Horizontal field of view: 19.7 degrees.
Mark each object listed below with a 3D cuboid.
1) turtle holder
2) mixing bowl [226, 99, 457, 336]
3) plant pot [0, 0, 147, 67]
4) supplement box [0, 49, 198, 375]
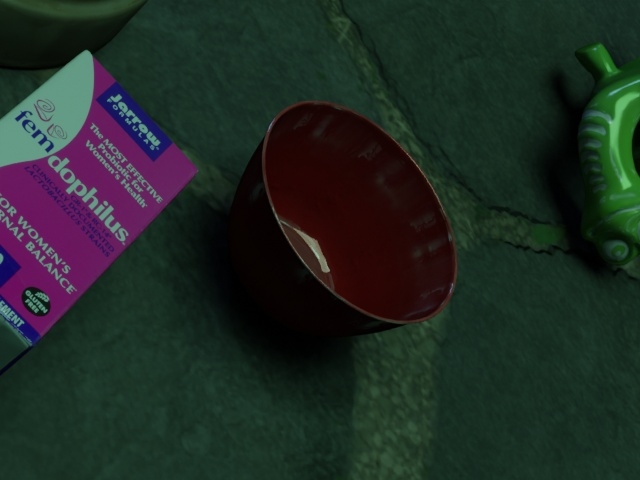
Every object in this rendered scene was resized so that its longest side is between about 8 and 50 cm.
[{"bbox_3d":[0.376,-0.104,1.695,0.320,0.243,0.227,-37,107,-61],"label":"turtle holder"},{"bbox_3d":[0.000,0.000,1.329,0.181,0.098,0.181,27,45,-31],"label":"mixing bowl"},{"bbox_3d":[-0.176,-0.324,1.252,0.323,0.280,0.323,28,43,-30],"label":"plant pot"},{"bbox_3d":[-0.187,-0.006,1.128,0.111,0.114,0.220,47,36,-7],"label":"supplement box"}]
